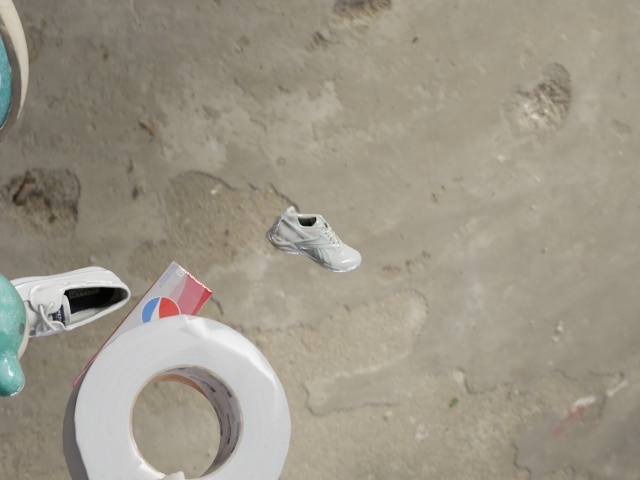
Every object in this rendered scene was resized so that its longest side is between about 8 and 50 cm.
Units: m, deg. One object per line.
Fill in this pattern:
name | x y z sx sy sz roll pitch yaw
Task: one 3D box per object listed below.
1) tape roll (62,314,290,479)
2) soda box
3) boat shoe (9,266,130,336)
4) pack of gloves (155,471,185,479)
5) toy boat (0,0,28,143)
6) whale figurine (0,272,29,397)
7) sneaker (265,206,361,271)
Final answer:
tape roll | -0.143 0.189 0.974 0.219 0.219 0.072 8 157 -22
soda box | -0.297 0.165 1.618 0.092 0.083 0.263 38 75 -4
boat shoe | -0.417 0.101 1.495 0.258 0.084 0.095 -23 119 -37
pack of gloves | -0.151 0.301 0.654 0.195 0.232 0.046 -23 149 12
toy boat | -0.397 -0.155 0.775 0.318 0.148 0.268 -5 131 18
whale figurine | -0.463 0.145 1.152 0.216 0.272 0.141 13 153 6
sneaker | 0.000 0.000 1.400 0.152 0.054 0.061 21 116 -25
